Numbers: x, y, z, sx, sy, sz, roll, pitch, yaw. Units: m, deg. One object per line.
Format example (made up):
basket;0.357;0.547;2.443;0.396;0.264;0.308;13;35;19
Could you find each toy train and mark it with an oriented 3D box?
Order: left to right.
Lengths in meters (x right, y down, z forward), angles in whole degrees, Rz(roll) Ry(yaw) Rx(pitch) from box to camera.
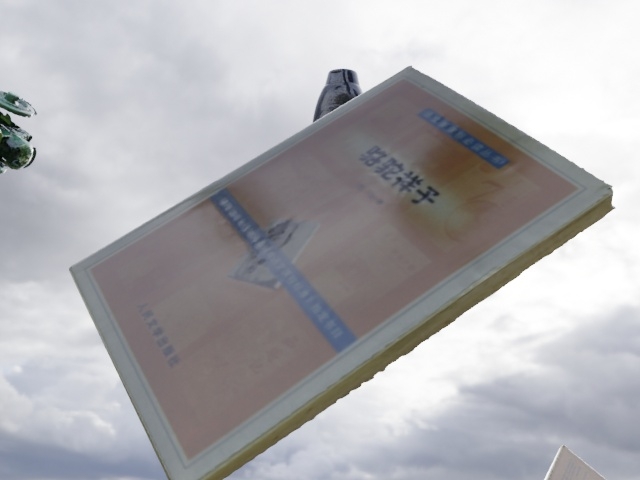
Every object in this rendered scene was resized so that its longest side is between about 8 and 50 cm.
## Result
toy train;-0.533;-0.202;0.951;0.307;0.126;0.189;37;7;10

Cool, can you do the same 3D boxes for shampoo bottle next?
shampoo bottle;0.027;-0.120;0.970;0.087;0.234;0.049;1;-6;24

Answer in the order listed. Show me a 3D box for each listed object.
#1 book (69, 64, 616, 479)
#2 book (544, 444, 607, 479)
book;0.000;-0.001;0.362;0.241;0.170;0.018;-33;-44;-12
book;0.220;0.227;0.468;0.172;0.118;0.012;38;-56;17
